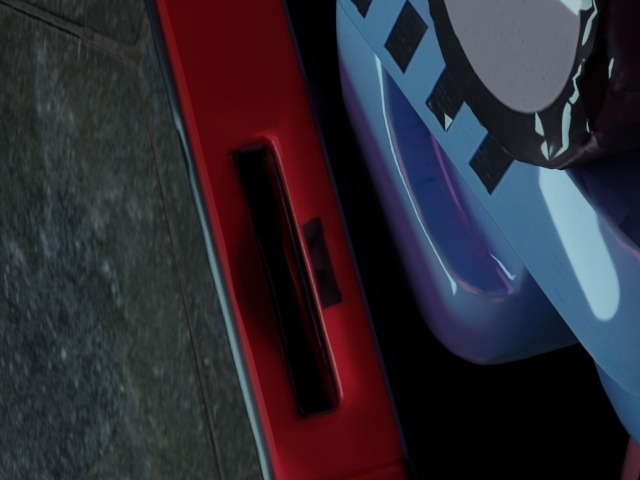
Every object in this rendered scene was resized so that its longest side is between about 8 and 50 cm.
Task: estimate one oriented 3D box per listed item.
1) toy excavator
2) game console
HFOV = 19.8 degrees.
[{"bbox_3d":[0.131,0.021,0.601,0.445,0.222,0.433,96,151,-48],"label":"toy excavator"},{"bbox_3d":[0.000,0.000,0.792,0.342,0.060,0.387,58,-163,-73],"label":"game console"}]
